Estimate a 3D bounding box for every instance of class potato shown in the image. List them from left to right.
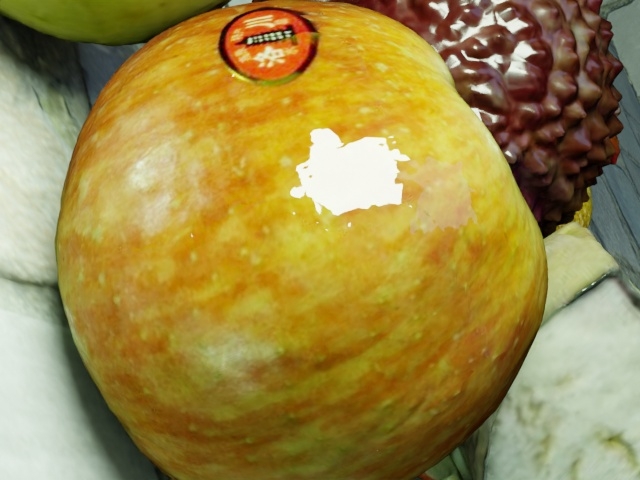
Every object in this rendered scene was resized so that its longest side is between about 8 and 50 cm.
[{"bbox_3d":[0.161,0.097,1.069,0.189,0.211,0.264,42,11,-17],"label":"potato"}]

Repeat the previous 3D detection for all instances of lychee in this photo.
[{"bbox_3d":[0.082,-0.106,1.104,0.330,0.306,0.306,27,40,-55],"label":"lychee"}]

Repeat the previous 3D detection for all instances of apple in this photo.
[{"bbox_3d":[0.000,0.000,0.817,0.277,0.250,0.309,43,34,-46],"label":"apple"}]

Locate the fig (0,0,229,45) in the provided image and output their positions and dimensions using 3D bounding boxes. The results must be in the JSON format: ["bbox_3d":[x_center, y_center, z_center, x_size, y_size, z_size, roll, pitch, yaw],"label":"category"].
[{"bbox_3d":[-0.132,-0.226,0.863,0.271,0.239,0.239,104,-30,-64],"label":"fig"}]

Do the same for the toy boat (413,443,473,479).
[{"bbox_3d":[0.100,0.183,1.101,0.089,0.071,0.185,66,20,7],"label":"toy boat"}]

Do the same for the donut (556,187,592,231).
[{"bbox_3d":[0.177,-0.088,1.488,0.277,0.108,0.278,30,47,-38],"label":"donut"}]

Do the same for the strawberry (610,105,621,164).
[{"bbox_3d":[0.256,-0.200,1.878,0.336,0.149,0.265,3,67,-55],"label":"strawberry"}]
